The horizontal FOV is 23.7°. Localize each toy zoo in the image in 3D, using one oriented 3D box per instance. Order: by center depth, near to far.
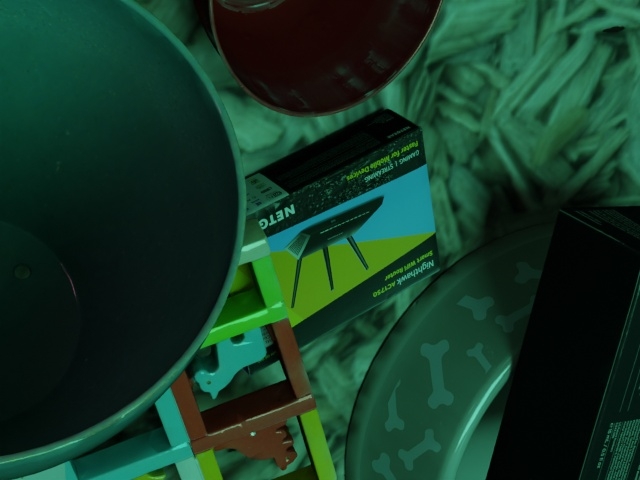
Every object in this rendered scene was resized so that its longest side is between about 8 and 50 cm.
[{"bbox_3d":[-0.097,0.138,1.091,0.192,0.030,0.293,-21,126,-7],"label":"toy zoo"}]

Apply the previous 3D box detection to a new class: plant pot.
[{"bbox_3d":[-0.199,0.013,0.848,0.290,0.290,0.195,-29,164,-22],"label":"plant pot"}]

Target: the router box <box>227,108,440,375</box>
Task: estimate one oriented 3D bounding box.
[{"bbox_3d":[0.000,0.000,1.116,0.179,0.046,0.133,-28,129,-22],"label":"router box"}]

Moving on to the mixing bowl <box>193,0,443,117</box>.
[{"bbox_3d":[-0.016,-0.180,0.971,0.181,0.098,0.181,-18,124,-29],"label":"mixing bowl"}]

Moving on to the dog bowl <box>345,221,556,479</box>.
[{"bbox_3d":[0.190,0.162,1.313,0.348,0.102,0.349,-18,123,-30],"label":"dog bowl"}]

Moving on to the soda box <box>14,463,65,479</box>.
[{"bbox_3d":[-0.248,0.151,0.929,0.216,0.069,0.074,3,83,-60],"label":"soda box"}]

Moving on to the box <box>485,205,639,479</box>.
[{"bbox_3d":[0.248,0.110,1.190,0.184,0.103,0.261,-1,113,-34],"label":"box"}]
